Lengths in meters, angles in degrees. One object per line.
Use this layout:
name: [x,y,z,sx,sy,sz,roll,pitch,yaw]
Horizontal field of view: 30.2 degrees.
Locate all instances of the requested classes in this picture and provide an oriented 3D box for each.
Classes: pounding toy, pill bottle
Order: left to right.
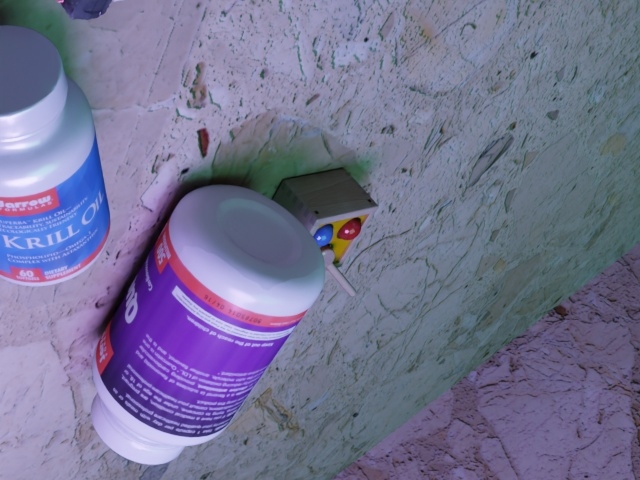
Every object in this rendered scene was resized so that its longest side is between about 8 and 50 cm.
pill bottle: [-0.243,-0.067,0.968,0.124,0.124,0.221,-31,154,-20]
pill bottle: [-0.141,0.105,1.337,0.181,0.181,0.323,-9,141,-49]
pounding toy: [0.000,0.000,1.462,0.130,0.100,0.141,-14,144,-44]

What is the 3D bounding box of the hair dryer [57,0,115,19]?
hair dryer: [-0.089,-0.297,0.780,0.223,0.080,0.293,-42,167,-37]
